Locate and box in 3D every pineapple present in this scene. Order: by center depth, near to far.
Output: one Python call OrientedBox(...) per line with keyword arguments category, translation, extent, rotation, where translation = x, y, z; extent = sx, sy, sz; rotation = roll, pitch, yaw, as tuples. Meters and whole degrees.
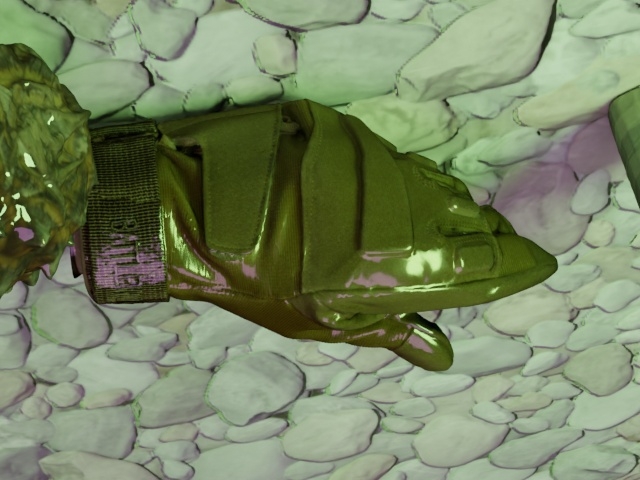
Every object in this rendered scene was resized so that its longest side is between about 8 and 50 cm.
OrientedBox(category="pineapple", translation=(-0.308, -0.006, 1.002), extent=(0.361, 0.175, 0.175), rotation=(-18, 146, 27))

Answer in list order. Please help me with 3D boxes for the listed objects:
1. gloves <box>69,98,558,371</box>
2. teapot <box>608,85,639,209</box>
OrientedBox(category="gloves", translation=(0.000, -0.008, 1.081), extent=(0.331, 0.154, 0.141), rotation=(4, 145, -9))
OrientedBox(category="teapot", translation=(0.259, -0.004, 1.111), extent=(0.077, 0.200, 0.107), rotation=(-18, 143, 9))
